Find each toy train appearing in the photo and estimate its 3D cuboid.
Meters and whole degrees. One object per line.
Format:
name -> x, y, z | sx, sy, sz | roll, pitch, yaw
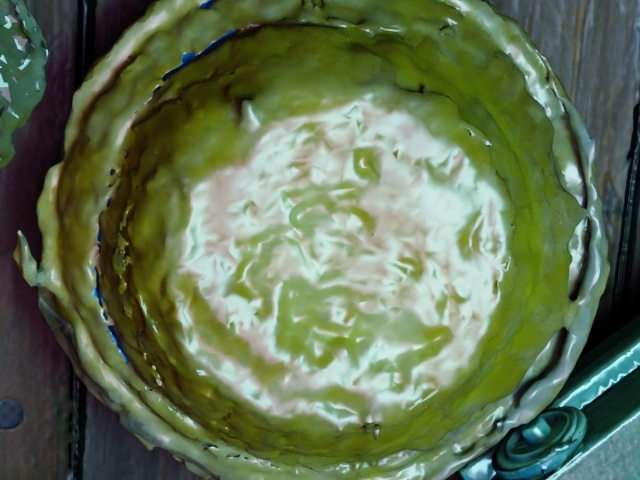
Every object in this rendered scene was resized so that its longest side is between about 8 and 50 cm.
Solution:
toy train -> 0.223, 0.112, 1.316 | 0.298, 0.194, 0.120 | -36, 106, -3

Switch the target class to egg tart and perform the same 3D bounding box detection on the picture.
egg tart -> 0.000, 0.000, 1.187 | 0.388, 0.169, 0.387 | 0, 99, -3

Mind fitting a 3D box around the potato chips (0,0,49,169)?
potato chips -> -0.377, -0.118, 1.101 | 0.358, 0.070, 0.429 | -43, 115, -12
